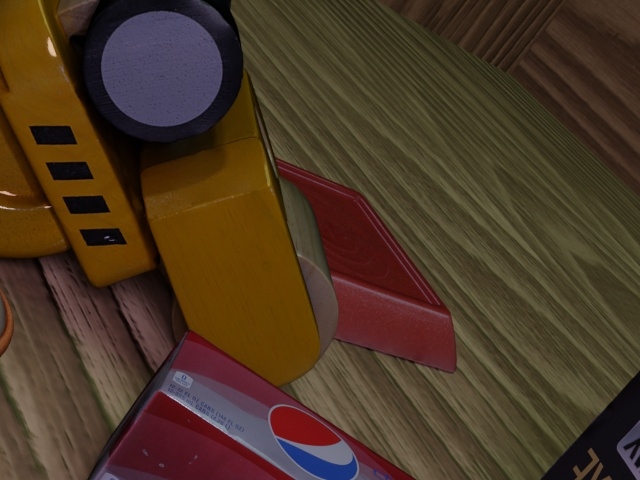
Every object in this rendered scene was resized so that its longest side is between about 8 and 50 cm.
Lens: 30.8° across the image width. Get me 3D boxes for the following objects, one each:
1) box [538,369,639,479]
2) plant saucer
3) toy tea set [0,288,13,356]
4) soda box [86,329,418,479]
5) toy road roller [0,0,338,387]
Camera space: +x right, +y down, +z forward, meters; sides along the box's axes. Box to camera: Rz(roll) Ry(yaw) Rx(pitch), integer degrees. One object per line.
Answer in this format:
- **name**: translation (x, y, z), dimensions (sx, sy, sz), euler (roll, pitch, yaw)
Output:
- **box**: translation (0.224, 0.232, 0.658), dimensions (0.076, 0.242, 0.307), euler (26, 23, -30)
- **plant saucer**: translation (0.000, 0.000, 1.101), dimensions (0.258, 0.048, 0.259), euler (20, 24, -40)
- **toy tea set**: translation (-0.150, 0.104, 0.474), dimensions (0.336, 0.124, 0.200), euler (42, 19, 13)
- **soda box**: translation (0.004, 0.167, 0.649), dimensions (0.263, 0.092, 0.083), euler (35, 18, -7)
- **toy road roller**: translation (-0.143, -0.043, 0.798), dimensions (0.202, 0.240, 0.329), euler (-104, 174, -62)
